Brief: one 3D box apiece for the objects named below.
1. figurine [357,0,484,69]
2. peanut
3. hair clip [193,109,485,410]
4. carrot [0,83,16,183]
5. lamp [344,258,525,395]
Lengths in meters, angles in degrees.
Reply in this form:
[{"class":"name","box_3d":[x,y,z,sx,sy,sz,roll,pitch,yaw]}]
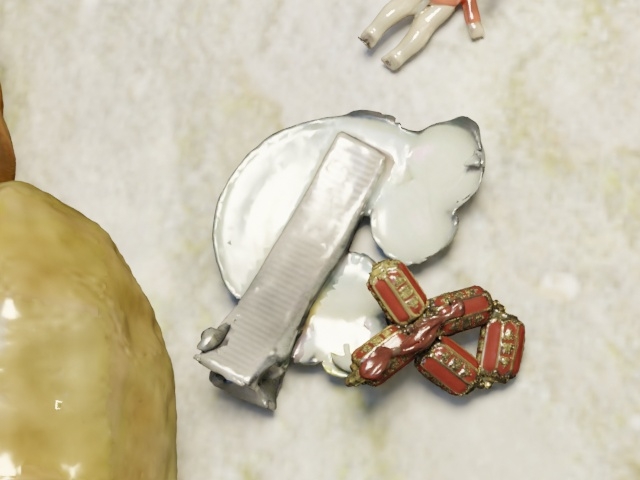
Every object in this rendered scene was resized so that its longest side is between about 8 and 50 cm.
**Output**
[{"class":"figurine","box_3d":[0.067,-0.133,0.901,0.064,0.047,0.109,43,89,-8]},{"class":"peanut","box_3d":[-0.142,0.160,0.753,0.169,0.192,0.387,-2,70,-4]},{"class":"hair clip","box_3d":[0.000,0.000,0.863,0.116,0.049,0.172,26,75,14]},{"class":"carrot","box_3d":[-0.260,-0.128,0.895,0.196,0.196,0.254,-14,61,6]},{"class":"lamp","box_3d":[0.057,0.047,0.830,0.083,0.031,0.063,15,85,-18]}]
